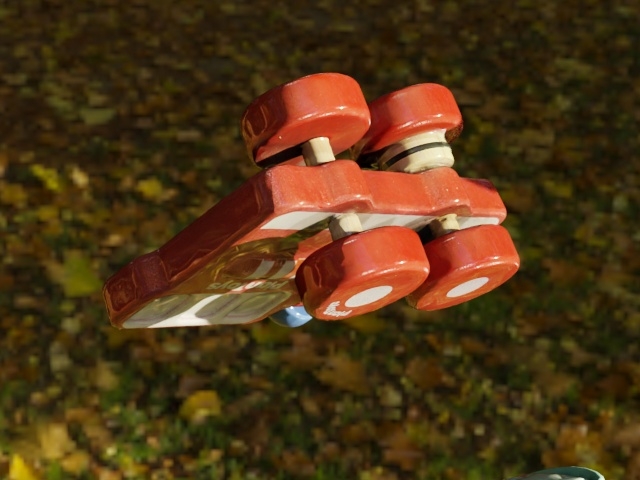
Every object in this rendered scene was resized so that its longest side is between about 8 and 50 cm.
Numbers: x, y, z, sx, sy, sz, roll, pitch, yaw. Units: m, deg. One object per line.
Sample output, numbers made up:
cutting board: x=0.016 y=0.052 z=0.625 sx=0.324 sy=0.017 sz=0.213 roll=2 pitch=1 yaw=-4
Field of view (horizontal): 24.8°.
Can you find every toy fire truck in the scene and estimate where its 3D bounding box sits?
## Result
toy fire truck: x=0.000 y=0.000 z=1.199 sx=0.254 sy=0.169 sz=0.302 roll=-33 pitch=-20 yaw=36

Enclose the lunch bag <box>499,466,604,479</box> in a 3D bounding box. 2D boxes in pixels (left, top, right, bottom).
lunch bag: x=-0.003 y=0.173 z=0.592 sx=0.224 sy=0.107 sz=0.279 roll=-20 pitch=-5 yaw=-26
